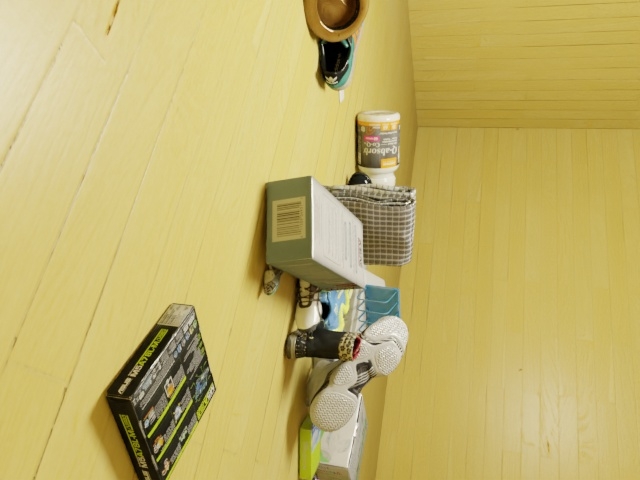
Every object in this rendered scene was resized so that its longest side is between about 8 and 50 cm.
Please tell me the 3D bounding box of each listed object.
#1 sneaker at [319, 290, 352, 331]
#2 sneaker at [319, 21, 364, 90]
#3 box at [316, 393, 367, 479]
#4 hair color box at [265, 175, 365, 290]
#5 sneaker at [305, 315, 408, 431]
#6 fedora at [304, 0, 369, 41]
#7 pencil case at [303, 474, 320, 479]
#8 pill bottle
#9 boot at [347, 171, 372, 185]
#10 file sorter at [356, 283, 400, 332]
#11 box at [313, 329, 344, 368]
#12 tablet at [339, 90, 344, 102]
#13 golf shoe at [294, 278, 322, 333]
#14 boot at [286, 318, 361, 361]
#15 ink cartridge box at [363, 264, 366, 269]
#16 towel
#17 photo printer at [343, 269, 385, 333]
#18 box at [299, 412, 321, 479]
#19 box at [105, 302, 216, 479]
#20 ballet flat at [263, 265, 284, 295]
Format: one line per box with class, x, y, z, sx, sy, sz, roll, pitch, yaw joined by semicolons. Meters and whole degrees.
sneaker;0.037;0.167;1.662;0.126;0.091;0.240;55;34;-54
sneaker;0.058;-0.576;1.515;0.121;0.108;0.302;-6;101;-79
box;0.076;0.682;1.858;0.231;0.127;0.262;77;23;-46
hair color box;0.000;0.000;1.306;0.374;0.114;0.185;34;53;-64
sneaker;0.085;0.354;1.548;0.366;0.137;0.210;-49;-170;-11
fedora;0.032;-0.612;1.406;0.079;0.194;0.194;53;-17;42
pencil case;-0.026;0.794;1.584;0.086;0.088;0.206;69;30;-53
pill bottle;0.219;-0.343;2.073;0.162;0.162;0.278;-53;144;-64
boot;0.122;-0.091;1.897;0.207;0.094;0.246;-65;161;-62
file sorter;0.187;0.247;1.790;0.104;0.118;0.170;-35;125;-54
box;0.027;0.351;1.700;0.126;0.072;0.137;-54;145;-63
tablet;0.068;-0.492;1.769;0.054;0.006;0.083;-62;151;-56
golf shoe;-0.038;0.143;1.429;0.094;0.077;0.198;59;29;-47
boot;0.026;0.264;1.459;0.236;0.179;0.085;-23;113;-71
ink cartridge box;0.153;0.036;2.093;0.235;0.056;0.171;84;18;-46
towel;0.124;-0.042;1.556;0.121;0.284;0.235;-77;166;-46
photo printer;0.145;0.234;1.958;0.307;0.107;0.256;28;68;-63
box;-0.029;0.590;1.605;0.109;0.042;0.178;-34;126;-72
box;-0.221;0.220;0.798;0.190;0.045;0.184;-66;158;-54
ballet flat;-0.106;0.076;1.216;0.114;0.041;0.041;-64;153;-56
